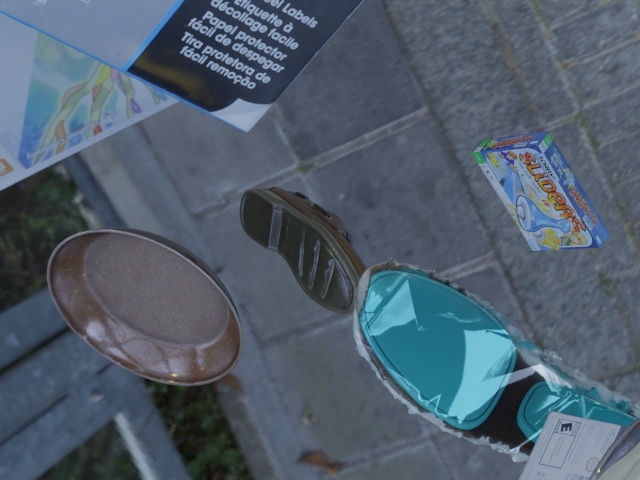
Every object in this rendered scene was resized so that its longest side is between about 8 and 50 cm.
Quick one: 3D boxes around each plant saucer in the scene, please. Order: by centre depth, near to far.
[{"bbox_3d":[-0.158,0.055,1.155,0.199,0.036,0.198,13,134,14],"label":"plant saucer"}]

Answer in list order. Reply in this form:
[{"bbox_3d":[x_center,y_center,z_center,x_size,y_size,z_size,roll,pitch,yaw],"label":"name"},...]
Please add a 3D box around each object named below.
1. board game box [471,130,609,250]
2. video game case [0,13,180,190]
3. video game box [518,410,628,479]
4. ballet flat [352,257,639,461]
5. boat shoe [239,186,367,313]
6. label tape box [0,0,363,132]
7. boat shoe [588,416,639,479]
[{"bbox_3d":[0.332,-0.071,1.870,0.136,0.035,0.201,-4,128,52],"label":"board game box"},{"bbox_3d":[-0.197,-0.194,0.958,0.329,0.300,0.036,-26,53,6],"label":"video game case"},{"bbox_3d":[0.262,0.266,1.146,0.187,0.205,0.048,5,144,43],"label":"video game box"},{"bbox_3d":[0.191,0.166,1.349,0.409,0.147,0.147,34,121,-10],"label":"ballet flat"},{"bbox_3d":[0.000,0.000,1.849,0.307,0.104,0.110,44,130,42],"label":"boat shoe"},{"bbox_3d":[-0.038,-0.245,0.587,0.249,0.115,0.347,25,122,-36],"label":"label tape box"},{"bbox_3d":[0.190,0.280,0.797,0.130,0.132,0.355,26,86,51],"label":"boat shoe"}]
